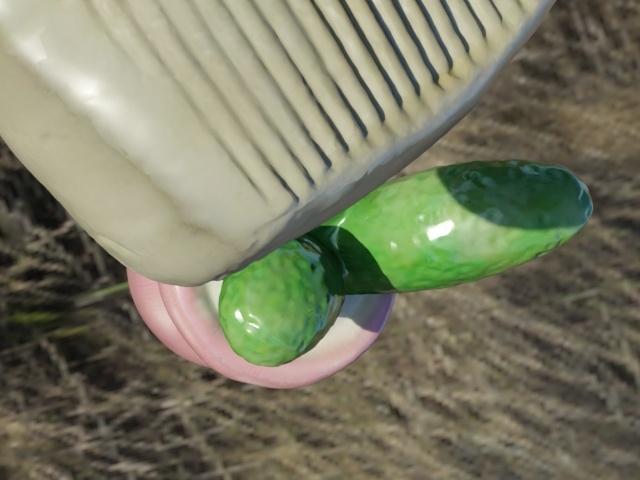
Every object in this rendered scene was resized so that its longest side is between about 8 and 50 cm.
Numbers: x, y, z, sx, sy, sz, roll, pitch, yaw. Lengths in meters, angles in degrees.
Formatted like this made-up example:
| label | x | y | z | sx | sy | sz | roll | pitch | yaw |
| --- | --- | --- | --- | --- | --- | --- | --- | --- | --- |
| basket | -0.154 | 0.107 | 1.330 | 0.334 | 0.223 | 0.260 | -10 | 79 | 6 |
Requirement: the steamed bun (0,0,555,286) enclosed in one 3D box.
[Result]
| label | x | y | z | sx | sy | sz | roll | pitch | yaw |
| --- | --- | --- | --- | --- | --- | --- | --- | --- | --- |
| steamed bun | -0.030 | -0.143 | 0.945 | 0.247 | 0.236 | 0.383 | 47 | 63 | -10 |

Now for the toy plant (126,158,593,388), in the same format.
| label | x | y | z | sx | sy | sz | roll | pitch | yaw |
| --- | --- | --- | --- | --- | --- | --- | --- | --- | --- |
| toy plant | -0.001 | 0.004 | 1.436 | 0.317 | 0.356 | 0.210 | -19 | 90 | -26 |
